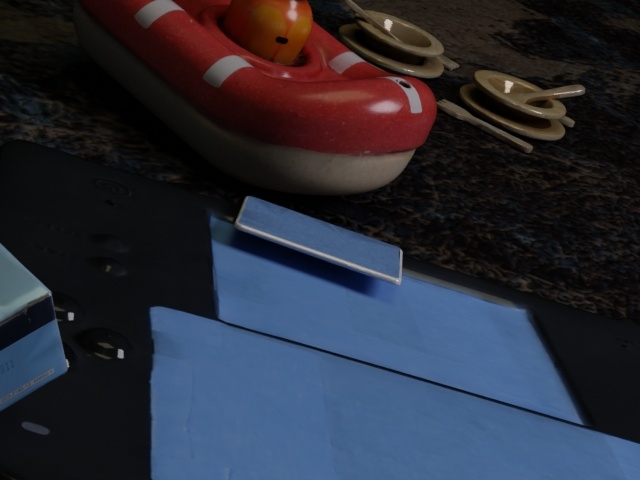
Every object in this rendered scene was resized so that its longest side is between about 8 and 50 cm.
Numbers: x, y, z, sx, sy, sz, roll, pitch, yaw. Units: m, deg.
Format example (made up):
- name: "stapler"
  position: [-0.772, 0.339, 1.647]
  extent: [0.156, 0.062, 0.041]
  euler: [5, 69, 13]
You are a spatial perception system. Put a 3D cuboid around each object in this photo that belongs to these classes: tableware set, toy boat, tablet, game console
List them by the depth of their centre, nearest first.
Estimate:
- name: "game console"
  position: [0.034, 0.072, 0.668]
  extent: [0.387, 0.060, 0.342]
  euler: [17, 23, -12]
- name: "tablet"
  position: [0.000, 0.000, 0.769]
  extent: [0.083, 0.006, 0.054]
  euler: [19, 17, -2]
- name: "toy boat"
  position: [-0.026, -0.132, 0.938]
  extent: [0.231, 0.151, 0.151]
  euler: [41, 29, 25]
- name: "tableware set"
  position: [0.105, -0.134, 1.218]
  extent: [0.194, 0.039, 0.128]
  euler: [28, 23, 16]

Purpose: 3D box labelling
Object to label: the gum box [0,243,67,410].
- name: "gum box"
  position: [-0.199, 0.018, 0.515]
  extent: [0.157, 0.041, 0.184]
  euler: [-32, 51, -27]
